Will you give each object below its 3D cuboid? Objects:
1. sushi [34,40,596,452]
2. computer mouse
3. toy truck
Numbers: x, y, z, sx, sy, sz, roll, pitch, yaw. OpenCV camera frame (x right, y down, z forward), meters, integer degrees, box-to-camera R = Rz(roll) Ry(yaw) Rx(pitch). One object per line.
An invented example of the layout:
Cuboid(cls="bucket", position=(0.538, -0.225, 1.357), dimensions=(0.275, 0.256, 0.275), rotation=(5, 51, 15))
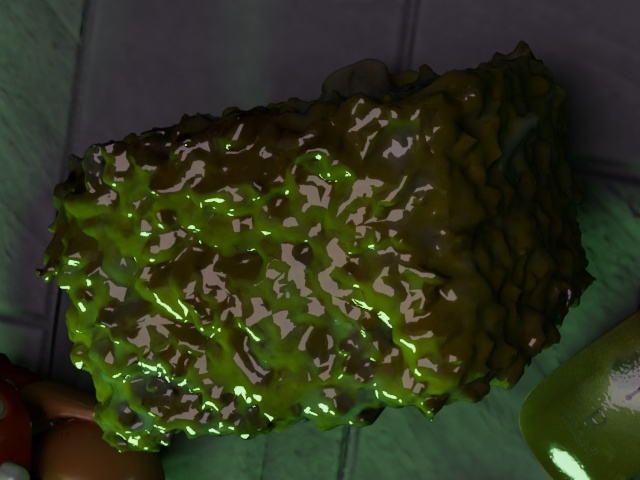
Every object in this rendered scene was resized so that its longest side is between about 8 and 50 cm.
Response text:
Cuboid(cls="sushi", position=(0.000, 0.000, 1.461), dimensions=(0.396, 0.351, 0.240), rotation=(-11, 97, 24))
Cuboid(cls="computer mouse", position=(0.243, 0.117, 1.520), dimensions=(0.199, 0.045, 0.102), rotation=(-38, 81, 21))
Cuboid(cls="toy truck", position=(-0.272, 0.195, 1.632), dimensions=(0.239, 0.265, 0.189), rotation=(14, 99, 32))
